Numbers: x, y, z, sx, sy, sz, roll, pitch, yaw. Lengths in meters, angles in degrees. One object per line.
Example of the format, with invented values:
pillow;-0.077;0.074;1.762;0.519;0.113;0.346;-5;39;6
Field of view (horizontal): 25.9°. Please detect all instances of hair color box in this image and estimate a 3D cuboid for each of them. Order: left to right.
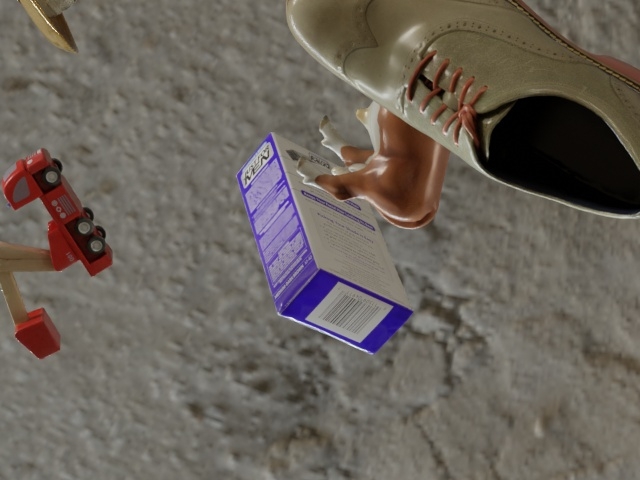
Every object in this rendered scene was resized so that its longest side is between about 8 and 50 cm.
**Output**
hair color box;0.000;0.000;2.099;0.185;0.339;0.110;26;119;-32

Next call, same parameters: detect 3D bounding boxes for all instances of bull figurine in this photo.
bull figurine;0.095;-0.172;1.589;0.188;0.101;0.310;16;97;13

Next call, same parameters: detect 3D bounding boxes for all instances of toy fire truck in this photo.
toy fire truck;-0.293;0.014;1.456;0.135;0.047;0.192;-30;109;1

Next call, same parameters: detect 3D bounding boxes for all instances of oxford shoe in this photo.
oxford shoe;0.115;-0.121;1.036;0.348;0.130;0.123;24;117;16

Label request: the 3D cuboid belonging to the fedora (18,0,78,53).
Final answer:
fedora;-0.192;-0.228;0.965;0.079;0.194;0.194;-26;119;-1
